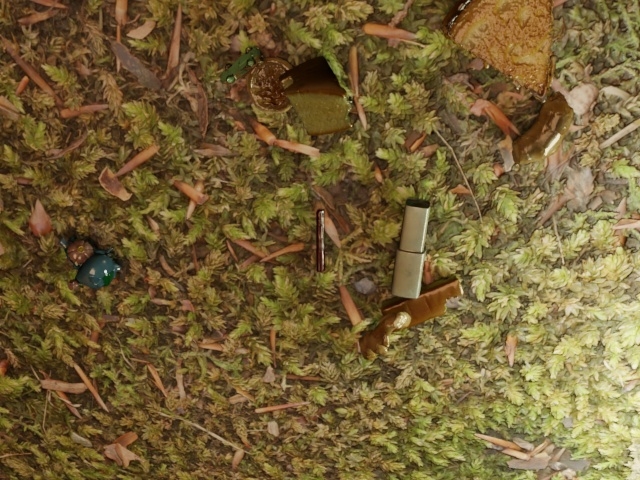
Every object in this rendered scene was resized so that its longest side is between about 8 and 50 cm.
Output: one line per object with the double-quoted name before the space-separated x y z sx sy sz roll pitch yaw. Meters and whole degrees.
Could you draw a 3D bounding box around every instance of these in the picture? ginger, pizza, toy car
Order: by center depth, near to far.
"pizza" 0.437 -0.466 1.374 0.287 0.074 0.251 35 116 -8
"ginger" 0.510 -0.246 1.468 0.095 0.069 0.190 36 119 17
"toy car" -0.189 -0.411 1.523 0.122 0.059 0.035 -34 135 24
"ginger" 0.169 0.257 1.718 0.089 0.075 0.288 65 148 18

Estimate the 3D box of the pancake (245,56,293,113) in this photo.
"pancake" -0.118 -0.373 1.547 0.139 0.022 0.140 4 115 9

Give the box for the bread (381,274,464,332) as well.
"bread" 0.278 0.168 1.716 0.226 0.049 0.088 -23 108 19

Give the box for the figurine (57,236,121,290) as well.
"figurine" -0.665 0.069 1.818 0.178 0.114 0.144 44 122 1

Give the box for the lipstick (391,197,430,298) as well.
"lipstick" 0.231 0.020 1.639 0.077 0.079 0.253 7 115 8

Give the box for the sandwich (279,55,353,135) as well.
"sandwich" -0.004 -0.314 1.432 0.128 0.236 0.122 -26 119 5

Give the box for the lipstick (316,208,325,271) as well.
"lipstick" -0.001 0.000 1.701 0.027 0.027 0.177 3 114 9
